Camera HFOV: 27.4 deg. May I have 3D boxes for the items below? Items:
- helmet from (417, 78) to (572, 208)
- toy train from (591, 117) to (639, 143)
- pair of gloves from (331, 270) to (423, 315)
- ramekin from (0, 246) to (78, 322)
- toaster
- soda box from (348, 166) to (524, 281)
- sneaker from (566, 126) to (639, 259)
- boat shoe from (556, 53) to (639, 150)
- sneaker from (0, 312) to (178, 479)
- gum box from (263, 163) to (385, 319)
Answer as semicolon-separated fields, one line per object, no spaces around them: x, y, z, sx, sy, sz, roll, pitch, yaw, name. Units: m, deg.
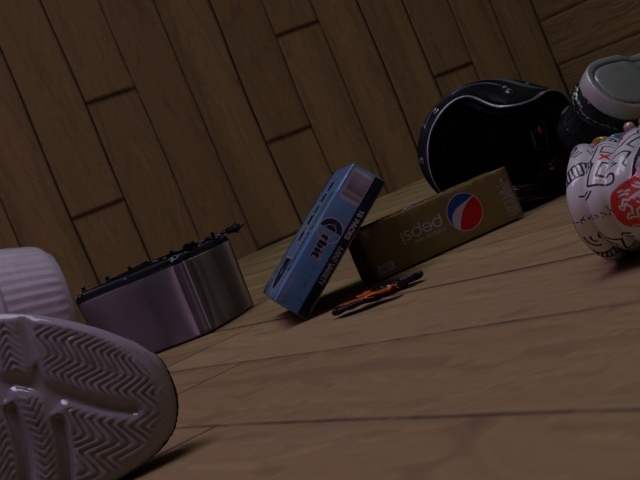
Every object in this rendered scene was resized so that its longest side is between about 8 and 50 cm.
0.198;-0.109;1.512;0.161;0.169;0.169;0;16;37;helmet
0.353;-0.102;1.389;0.166;0.046;0.125;-30;-19;8;toy train
0.053;0.049;1.193;0.074;0.010;0.083;-22;0;33;pair of gloves
-0.378;0.104;1.645;0.109;0.207;0.207;-14;-1;-25;ramekin
-0.186;0.068;1.658;0.185;0.110;0.168;-22;3;20;toaster
0.121;-0.017;1.399;0.181;0.058;0.061;-23;2;-15;soda box
0.254;-0.062;0.888;0.145;0.090;0.270;-18;7;32;sneaker
0.388;-0.161;1.511;0.302;0.114;0.091;-6;-37;-35;boat shoe
-0.243;0.129;0.880;0.321;0.124;0.180;-9;-11;4;sneaker
0.000;0.000;1.360;0.157;0.041;0.184;-60;5;-2;gum box
